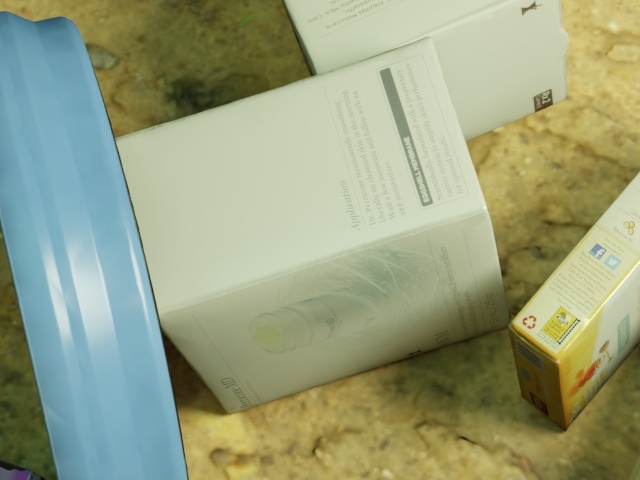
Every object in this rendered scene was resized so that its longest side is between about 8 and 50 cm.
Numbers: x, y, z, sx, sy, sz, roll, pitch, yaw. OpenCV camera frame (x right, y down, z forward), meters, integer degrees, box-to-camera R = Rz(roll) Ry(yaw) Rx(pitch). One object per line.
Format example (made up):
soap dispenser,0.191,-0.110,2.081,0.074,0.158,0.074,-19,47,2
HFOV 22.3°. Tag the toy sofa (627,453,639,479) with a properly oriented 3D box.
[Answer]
toy sofa,0.288,0.151,1.001,0.150,0.177,0.362,33,75,-14

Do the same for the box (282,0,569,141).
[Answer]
box,0.076,-0.156,1.190,0.182,0.181,0.119,-23,66,1

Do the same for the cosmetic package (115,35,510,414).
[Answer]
cosmetic package,0.000,0.000,1.118,0.225,0.224,0.138,-17,66,4

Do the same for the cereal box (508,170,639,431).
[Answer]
cereal box,0.223,0.008,1.102,0.047,0.173,0.240,39,81,22

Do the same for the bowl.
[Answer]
bowl,-0.158,0.040,1.054,0.077,0.391,0.391,-12,66,-11

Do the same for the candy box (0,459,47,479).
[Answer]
candy box,-0.313,0.221,1.173,0.196,0.070,0.164,15,73,16
